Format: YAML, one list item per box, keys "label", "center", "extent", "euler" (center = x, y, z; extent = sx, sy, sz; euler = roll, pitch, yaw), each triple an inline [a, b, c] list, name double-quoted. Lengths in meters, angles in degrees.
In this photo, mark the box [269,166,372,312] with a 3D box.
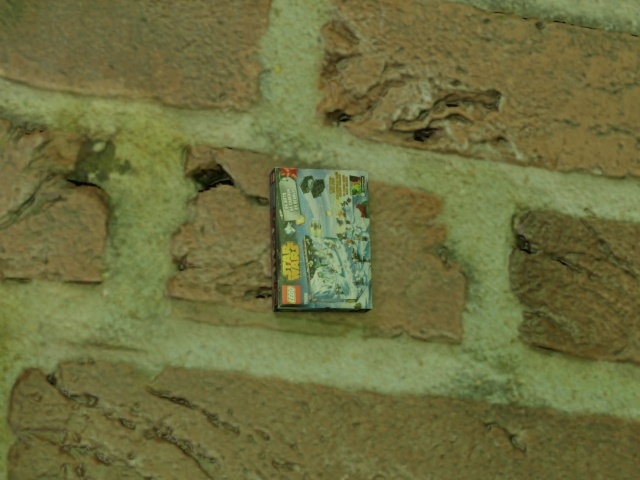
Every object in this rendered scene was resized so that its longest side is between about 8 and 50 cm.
- label: "box"
  center: [0.000, 0.000, 1.473]
  extent: [0.094, 0.027, 0.137]
  euler: [2, 78, -15]
